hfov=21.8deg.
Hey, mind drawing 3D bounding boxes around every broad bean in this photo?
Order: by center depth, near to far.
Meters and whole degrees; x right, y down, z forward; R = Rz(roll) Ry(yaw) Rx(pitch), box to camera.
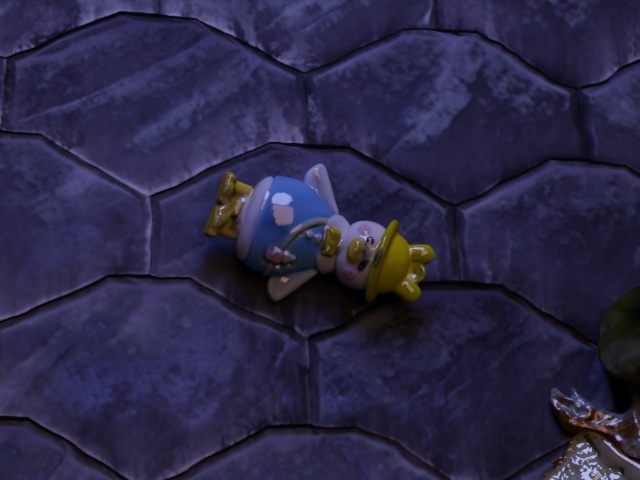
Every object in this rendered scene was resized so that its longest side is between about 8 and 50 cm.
[{"bbox_3d":[0.365,0.100,1.746,0.153,0.206,0.072,-17,102,-10],"label":"broad bean"}]

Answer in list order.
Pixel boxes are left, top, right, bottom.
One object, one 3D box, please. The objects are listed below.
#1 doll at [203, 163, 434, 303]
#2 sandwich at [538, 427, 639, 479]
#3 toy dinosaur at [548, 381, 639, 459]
[{"bbox_3d":[0.000,-0.001,1.768,0.241,0.099,0.135,18,55,2],"label":"doll"},{"bbox_3d":[0.254,0.323,1.600,0.251,0.087,0.226,-41,45,-21],"label":"sandwich"},{"bbox_3d":[0.434,0.218,1.698,0.205,0.092,0.393,-35,54,-27],"label":"toy dinosaur"}]
